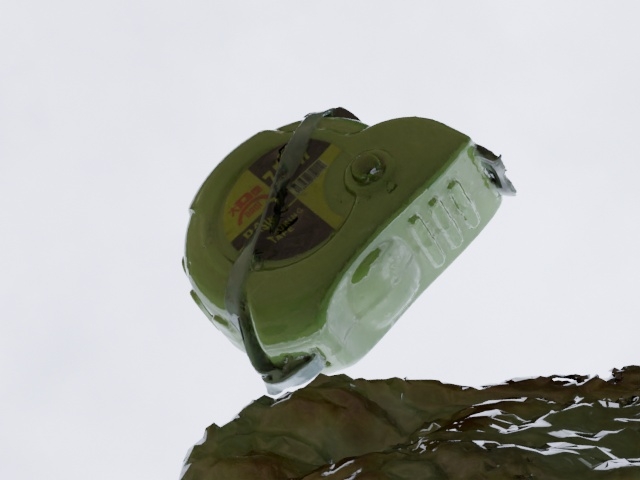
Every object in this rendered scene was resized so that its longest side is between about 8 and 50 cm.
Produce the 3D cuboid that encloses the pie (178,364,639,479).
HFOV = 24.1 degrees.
[{"bbox_3d":[0.114,0.181,0.624,0.418,0.180,0.395,1,-146,-12],"label":"pie"}]

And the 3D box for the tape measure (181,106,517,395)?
[{"bbox_3d":[0.000,0.000,0.970,0.175,0.106,0.200,31,-104,41],"label":"tape measure"}]
